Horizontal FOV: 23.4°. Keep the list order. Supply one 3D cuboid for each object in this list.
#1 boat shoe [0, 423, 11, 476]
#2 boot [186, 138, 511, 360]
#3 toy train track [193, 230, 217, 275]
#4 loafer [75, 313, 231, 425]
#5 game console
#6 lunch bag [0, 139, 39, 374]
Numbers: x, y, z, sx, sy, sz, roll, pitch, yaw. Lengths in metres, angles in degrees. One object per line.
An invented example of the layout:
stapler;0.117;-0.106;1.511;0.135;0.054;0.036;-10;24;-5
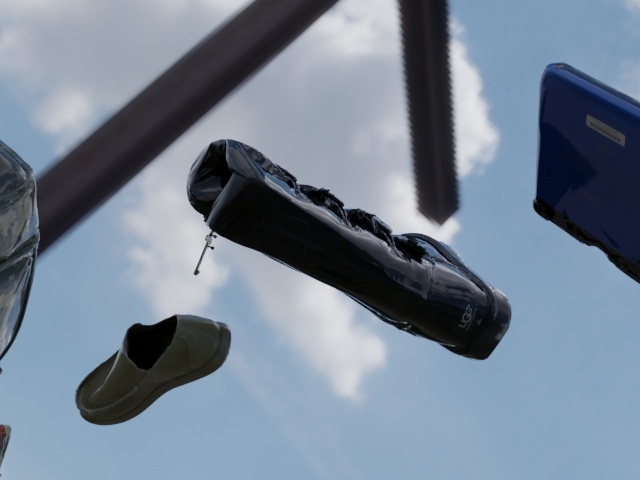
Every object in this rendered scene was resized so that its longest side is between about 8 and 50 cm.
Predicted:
boat shoe;-0.418;0.291;1.932;0.049;0.043;0.137;32;-64;47
boot;0.001;0.000;2.128;0.445;0.146;0.367;24;-1;-29
toy train track;-0.177;0.017;2.420;0.014;0.083;0.048;22;-7;9
loafer;-0.240;0.162;2.074;0.268;0.102;0.092;-30;-51;28
game console;0.358;-0.037;1.573;0.293;0.173;0.250;-137;-138;-59
lunch bag;-0.451;-0.006;1.659;0.305;0.212;0.256;35;-40;27
